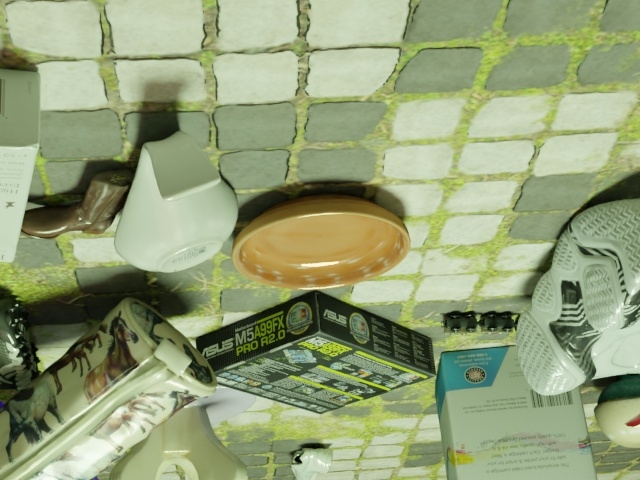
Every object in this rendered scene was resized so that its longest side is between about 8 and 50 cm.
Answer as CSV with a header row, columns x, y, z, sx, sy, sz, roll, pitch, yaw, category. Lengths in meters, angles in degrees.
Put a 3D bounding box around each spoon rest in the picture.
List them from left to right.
x,y,z,sx,sy,sz,roll,pitch,yaw,category
-0.141,-0.038,1.178,0.137,0.084,0.276,-20,167,-14,spoon rest

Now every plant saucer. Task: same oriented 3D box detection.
x,y,z,sx,sy,sz,roll,pitch,yaw,category
0.000,0.000,1.327,0.200,0.037,0.200,-4,155,-2,plant saucer

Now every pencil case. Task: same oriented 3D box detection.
x,y,z,sx,sy,sz,roll,pitch,yaw,category
-0.319,0.237,1.455,0.410,0.183,0.160,-38,107,6,pencil case

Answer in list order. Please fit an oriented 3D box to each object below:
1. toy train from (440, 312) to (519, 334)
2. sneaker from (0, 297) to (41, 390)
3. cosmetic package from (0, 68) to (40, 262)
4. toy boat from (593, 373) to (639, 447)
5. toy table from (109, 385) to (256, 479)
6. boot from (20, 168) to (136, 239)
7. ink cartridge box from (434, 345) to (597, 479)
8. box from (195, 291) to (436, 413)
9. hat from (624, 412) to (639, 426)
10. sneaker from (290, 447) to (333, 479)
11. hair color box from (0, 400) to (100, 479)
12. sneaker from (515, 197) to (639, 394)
x,y,z,sx,sy,sz,roll,pitch,yaw,category
0.237,0.115,1.627,0.158,0.027,0.036,1,164,-14,toy train
-0.411,0.138,1.482,0.106,0.078,0.234,-4,156,-9,sneaker
-0.323,-0.064,1.076,0.117,0.085,0.231,4,152,-17,cosmetic package
0.563,0.230,1.825,0.267,0.148,0.318,-2,162,5,toy boat
-0.216,0.310,1.786,0.252,0.161,0.274,18,147,-40,toy table
-0.243,-0.039,1.195,0.106,0.037,0.114,-5,161,-33,boot
0.287,0.316,1.771,0.198,0.270,0.197,-5,154,0,ink cartridge box
-0.003,0.162,1.637,0.216,0.060,0.270,-24,149,32,box
0.434,0.157,1.449,0.183,0.209,0.173,11,-172,39,hat
-0.027,0.406,2.157,0.061,0.054,0.152,18,146,-11,sneaker
-0.418,0.353,1.684,0.339,0.110,0.185,42,146,-18,hair color box
0.385,0.060,1.432,0.210,0.137,0.366,-8,149,-18,sneaker
